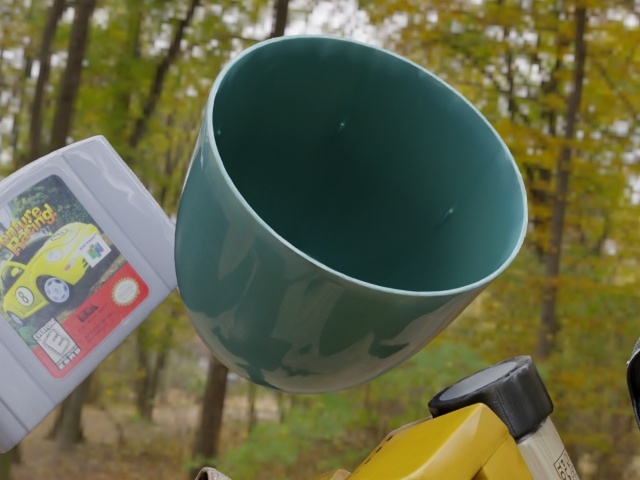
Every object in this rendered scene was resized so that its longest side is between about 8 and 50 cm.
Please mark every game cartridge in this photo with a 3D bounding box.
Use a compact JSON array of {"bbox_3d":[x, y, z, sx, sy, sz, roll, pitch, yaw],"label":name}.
[{"bbox_3d":[-0.268,0.036,1.354,0.196,0.294,0.060,50,-34,-11],"label":"game cartridge"}]

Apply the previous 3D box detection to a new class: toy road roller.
[{"bbox_3d":[0.077,0.251,1.090,0.241,0.202,0.329,-25,3,27],"label":"toy road roller"}]

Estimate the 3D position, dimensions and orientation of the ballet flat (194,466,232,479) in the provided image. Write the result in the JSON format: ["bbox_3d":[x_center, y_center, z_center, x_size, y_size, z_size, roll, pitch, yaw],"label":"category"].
[{"bbox_3d":[-0.199,0.376,1.636,0.107,0.106,0.316,-39,2,42],"label":"ballet flat"}]

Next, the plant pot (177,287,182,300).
[{"bbox_3d":[-0.048,0.035,1.755,0.263,0.229,0.263,44,2,-2],"label":"plant pot"}]

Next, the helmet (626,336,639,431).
[{"bbox_3d":[0.389,0.144,1.386,0.170,0.161,0.169,-8,-26,-4],"label":"helmet"}]

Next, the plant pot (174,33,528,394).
[{"bbox_3d":[0.000,0.000,1.255,0.293,0.293,0.235,9,-42,-22],"label":"plant pot"}]
